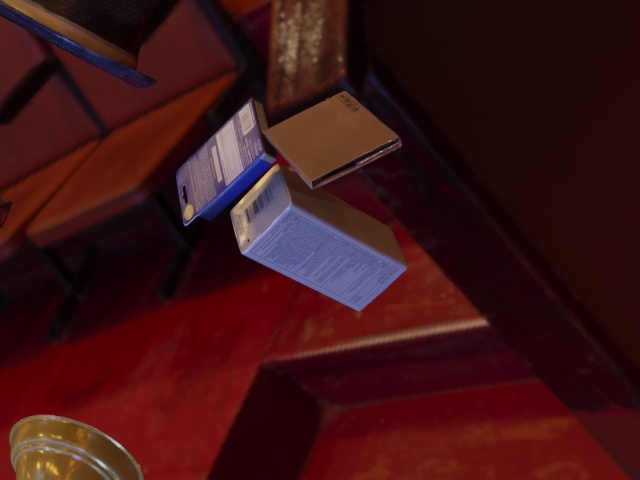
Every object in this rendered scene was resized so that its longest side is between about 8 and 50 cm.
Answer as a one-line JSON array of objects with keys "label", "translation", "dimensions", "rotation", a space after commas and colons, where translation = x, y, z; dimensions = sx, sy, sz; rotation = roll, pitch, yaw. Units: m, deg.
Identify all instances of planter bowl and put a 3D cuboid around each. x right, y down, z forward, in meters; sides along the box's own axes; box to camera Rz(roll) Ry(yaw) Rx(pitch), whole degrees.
[{"label": "planter bowl", "translation": [-0.380, 0.362, 1.613], "dimensions": [0.217, 0.217, 0.090], "rotation": [-25, 29, 35]}]

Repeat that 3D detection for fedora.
[{"label": "fedora", "translation": [-0.370, -0.364, 1.626], "dimensions": [0.152, 0.334, 0.334], "rotation": [-62, 27, 4]}]

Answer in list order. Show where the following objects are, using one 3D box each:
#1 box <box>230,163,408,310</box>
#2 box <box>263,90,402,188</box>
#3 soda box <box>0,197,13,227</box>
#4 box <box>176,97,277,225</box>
[{"label": "box", "translation": [0.000, 0.000, 2.030], "dimensions": [0.148, 0.311, 0.121], "rotation": [-43, 41, 21]}, {"label": "box", "translation": [0.016, -0.167, 1.775], "dimensions": [0.164, 0.021, 0.201], "rotation": [-28, 38, -11]}, {"label": "soda box", "translation": [-0.600, -0.051, 1.948], "dimensions": [0.169, 0.060, 0.053], "rotation": [-150, 80, -81]}, {"label": "box", "translation": [-0.171, -0.133, 1.928], "dimensions": [0.225, 0.036, 0.136], "rotation": [-39, 48, 29]}]
